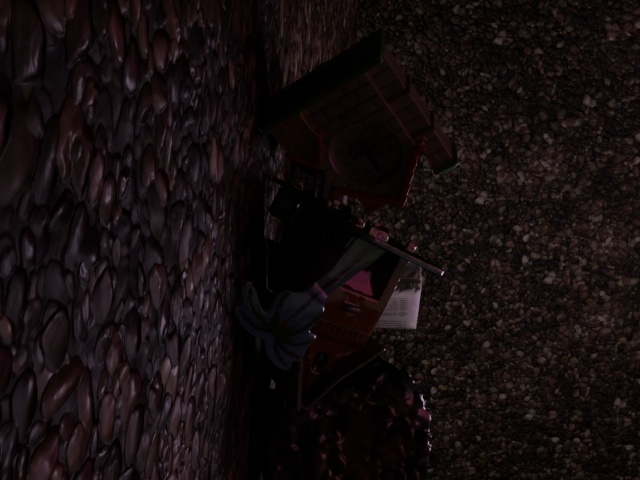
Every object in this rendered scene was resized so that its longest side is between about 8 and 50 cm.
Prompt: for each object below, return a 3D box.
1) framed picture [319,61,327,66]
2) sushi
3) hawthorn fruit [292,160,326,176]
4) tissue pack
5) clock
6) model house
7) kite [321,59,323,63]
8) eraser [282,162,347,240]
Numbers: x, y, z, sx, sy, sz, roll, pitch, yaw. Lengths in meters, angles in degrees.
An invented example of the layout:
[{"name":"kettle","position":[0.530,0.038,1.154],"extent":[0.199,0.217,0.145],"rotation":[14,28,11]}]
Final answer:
[{"name":"framed picture","position":[0.001,-0.281,1.835],"extent":[0.240,0.020,0.324],"rotation":[-72,162,-62]},{"name":"sushi","position":[0.031,0.338,1.363],"extent":[0.285,0.328,0.328],"rotation":[-112,-170,-70]},{"name":"hawthorn fruit","position":[0.000,-0.180,1.261],"extent":[0.148,0.148,0.172],"rotation":[80,-2,-72]},{"name":"tissue pack","position":[0.173,0.179,2.496],"extent":[0.266,0.356,0.194],"rotation":[88,5,-49]},{"name":"clock","position":[0.072,-0.164,1.122],"extent":[0.255,0.220,0.106],"rotation":[49,29,-28]},{"name":"model house","position":[-0.053,0.078,1.151],"extent":[0.300,0.340,0.323],"rotation":[34,-81,50]},{"name":"kite","position":[0.004,-0.438,1.943],"extent":[0.152,0.005,0.137],"rotation":[58,35,-81]},{"name":"eraser","position":[-0.010,-0.032,1.470],"extent":[0.081,0.124,0.279],"rotation":[78,17,-71]}]
